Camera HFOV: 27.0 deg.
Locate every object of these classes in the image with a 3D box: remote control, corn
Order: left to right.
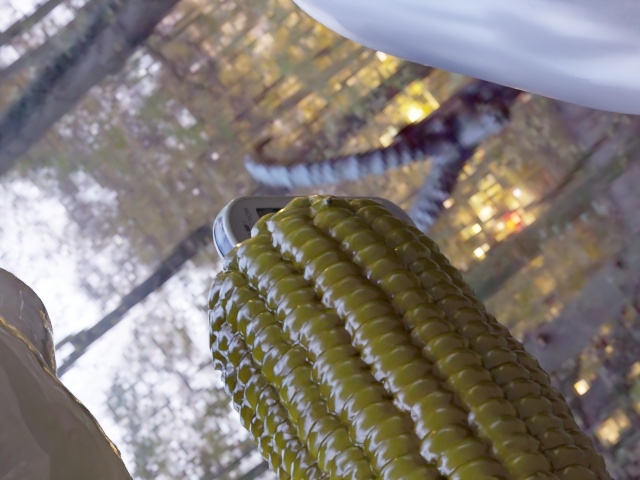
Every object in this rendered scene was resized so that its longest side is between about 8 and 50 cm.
[{"bbox_3d":[0.000,0.000,1.153,0.221,0.042,0.078,-2,-122,-41],"label":"remote control"},{"bbox_3d":[0.057,0.115,0.569,0.131,0.131,0.344,44,-170,-48],"label":"corn"},{"bbox_3d":[0.117,-0.133,0.724,0.221,0.103,0.332,0,-166,-41],"label":"remote control"}]

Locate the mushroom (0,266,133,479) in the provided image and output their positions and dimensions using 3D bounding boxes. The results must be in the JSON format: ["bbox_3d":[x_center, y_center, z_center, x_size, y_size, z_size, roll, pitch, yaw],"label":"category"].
[{"bbox_3d":[-0.248,0.134,0.649,0.356,0.315,0.315,44,180,42],"label":"mushroom"}]
